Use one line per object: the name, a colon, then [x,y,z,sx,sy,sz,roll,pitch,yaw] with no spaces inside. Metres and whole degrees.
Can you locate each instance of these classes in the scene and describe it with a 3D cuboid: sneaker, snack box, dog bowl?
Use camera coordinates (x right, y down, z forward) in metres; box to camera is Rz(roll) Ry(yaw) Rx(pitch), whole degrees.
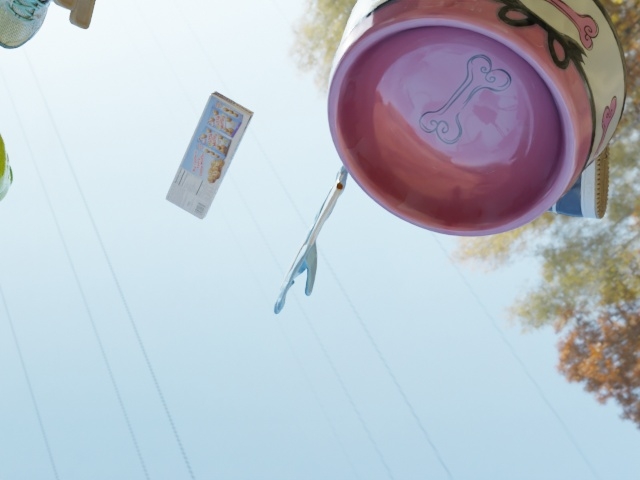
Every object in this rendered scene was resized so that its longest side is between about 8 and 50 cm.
sneaker: [0.437,-0.182,1.254,0.099,0.153,0.283,-10,-79,-52]
sneaker: [-0.508,-0.461,1.211,0.110,0.283,0.122,22,-161,-31]
snack box: [-0.160,-0.119,0.988,0.064,0.178,0.022,30,-156,1]
dog bowl: [0.189,-0.178,0.946,0.408,0.408,0.150,35,-131,-2]

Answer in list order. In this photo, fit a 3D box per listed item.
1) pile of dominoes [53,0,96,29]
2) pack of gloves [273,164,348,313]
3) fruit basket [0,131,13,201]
pile of dominoes: [-0.273,-0.364,0.700,0.040,0.251,0.196,17,-105,19]
pack of gloves: [0.000,0.000,1.053,0.046,0.232,0.195,27,-159,-3]
fruit basket: [-0.601,-0.154,1.085,0.392,0.282,0.392,41,-146,-36]
